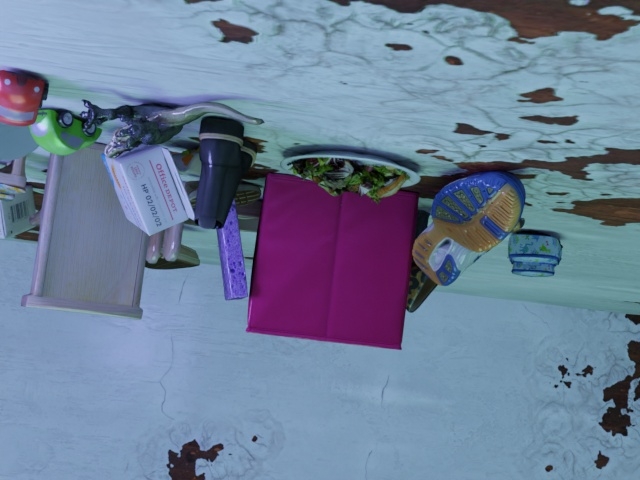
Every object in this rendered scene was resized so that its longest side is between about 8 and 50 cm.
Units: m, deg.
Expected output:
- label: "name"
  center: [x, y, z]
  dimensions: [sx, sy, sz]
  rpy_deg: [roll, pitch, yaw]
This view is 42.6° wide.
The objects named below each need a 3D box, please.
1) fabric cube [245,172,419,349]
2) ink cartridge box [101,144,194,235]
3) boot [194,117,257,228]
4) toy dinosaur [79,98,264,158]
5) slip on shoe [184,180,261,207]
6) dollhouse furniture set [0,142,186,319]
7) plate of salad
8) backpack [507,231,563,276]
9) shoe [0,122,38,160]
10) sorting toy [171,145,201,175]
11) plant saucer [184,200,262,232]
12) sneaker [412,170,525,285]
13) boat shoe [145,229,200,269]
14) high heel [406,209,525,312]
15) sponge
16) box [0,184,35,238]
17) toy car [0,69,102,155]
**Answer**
- label: "fabric cube"
  center: [0.012, 0.046, 1.415]
  dimensions: [0.259, 0.258, 0.254]
  rpy_deg: [7, 172, -5]
- label: "ink cartridge box"
  center: [-0.233, -0.072, 1.101]
  dimensions: [0.062, 0.104, 0.181]
  rpy_deg: [-26, -161, -19]
- label: "boot"
  center: [-0.135, -0.072, 1.086]
  dimensions: [0.077, 0.137, 0.198]
  rpy_deg: [6, 174, 6]
- label: "toy dinosaur"
  center: [-0.200, -0.135, 0.954]
  dimensions: [0.268, 0.064, 0.118]
  rpy_deg: [-1, -176, 44]
- label: "slip on shoe"
  center: [-0.169, -0.086, 1.421]
  dimensions: [0.135, 0.041, 0.051]
  rpy_deg: [-8, 149, -21]
- label: "dollhouse furniture set"
  center: [-0.415, -0.006, 1.396]
  dimensions: [0.362, 0.256, 0.394]
  rpy_deg: [10, 172, -26]
- label: "plate of salad"
  center: [0.041, -0.087, 1.163]
  dimensions: [0.200, 0.048, 0.200]
  rpy_deg: [7, 174, 1]
- label: "backpack"
  center: [0.416, 0.028, 1.597]
  dimensions: [0.105, 0.084, 0.114]
  rpy_deg: [2, 169, 17]
- label: "shoe"
  center: [-0.471, -0.151, 1.107]
  dimensions: [0.081, 0.063, 0.178]
  rpy_deg: [42, -146, 25]
- label: "sorting toy"
  center: [-0.184, -0.114, 1.197]
  dimensions: [0.075, 0.044, 0.083]
  rpy_deg: [10, 177, 39]
- label: "plant saucer"
  center: [-0.176, -0.051, 1.662]
  dimensions: [0.278, 0.041, 0.278]
  rpy_deg: [5, 174, 1]
- label: "sneaker"
  center: [0.233, -0.041, 1.217]
  dimensions: [0.131, 0.112, 0.296]
  rpy_deg: [-37, 172, -24]
- label: "boat shoe"
  center: [-0.424, 0.001, 2.083]
  dimensions: [0.122, 0.110, 0.341]
  rpy_deg: [-10, 163, 26]
- label: "high heel"
  center: [0.238, 0.038, 1.414]
  dimensions: [0.093, 0.186, 0.261]
  rpy_deg: [12, 171, -39]
- label: "sponge"
  center: [-0.149, -0.008, 1.324]
  dimensions: [0.031, 0.210, 0.117]
  rpy_deg: [-7, 177, -12]
- label: "box"
  center: [-0.750, -0.070, 1.741]
  dimensions: [0.275, 0.094, 0.113]
  rpy_deg: [5, -162, 17]
- label: "toy car"
  center: [-0.371, -0.148, 1.033]
  dimensions: [0.239, 0.053, 0.225]
  rpy_deg: [2, 172, 33]
